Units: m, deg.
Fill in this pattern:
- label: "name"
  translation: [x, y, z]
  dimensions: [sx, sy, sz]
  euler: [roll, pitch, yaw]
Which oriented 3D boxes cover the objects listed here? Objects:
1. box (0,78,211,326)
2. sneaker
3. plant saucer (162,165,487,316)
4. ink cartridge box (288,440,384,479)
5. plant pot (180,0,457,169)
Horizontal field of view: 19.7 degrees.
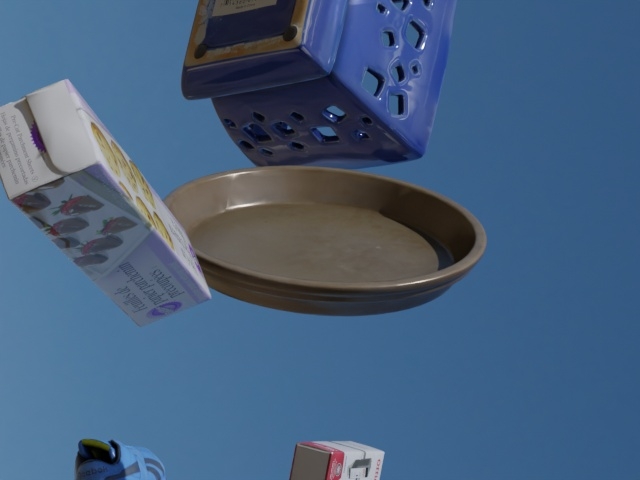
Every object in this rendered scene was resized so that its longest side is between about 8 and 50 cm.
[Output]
- label: "box"
  translation: [-0.146, -0.017, 1.263]
  dimensions: [0.324, 0.063, 0.067]
  euler: [62, 6, -70]
- label: "sneaker"
  translation: [-0.197, 0.218, 1.786]
  dimensions: [0.209, 0.069, 0.082]
  euler: [-72, 145, -82]
- label: "plant saucer"
  translation: [0.000, 0.000, 1.548]
  dimensions: [0.278, 0.278, 0.041]
  euler: [38, -51, 55]
- label: "ink cartridge box"
  translation: [0.018, 0.302, 2.286]
  dimensions: [0.056, 0.135, 0.099]
  euler: [11, -89, 31]
- label: "plant pot"
  translation: [-0.011, -0.223, 2.027]
  dimensions: [0.236, 0.212, 0.236]
  euler: [-6, -118, 38]
